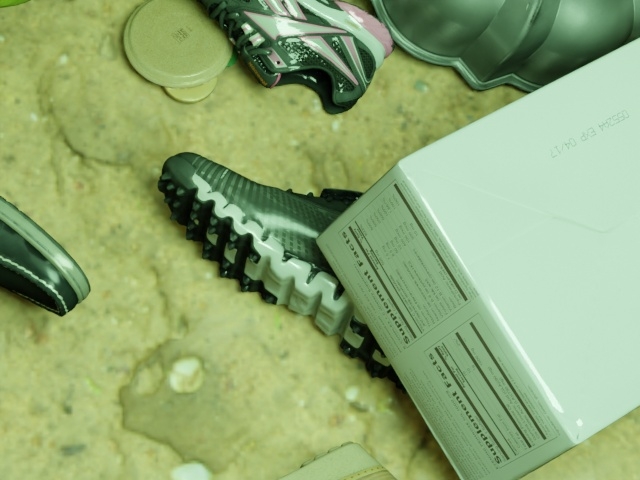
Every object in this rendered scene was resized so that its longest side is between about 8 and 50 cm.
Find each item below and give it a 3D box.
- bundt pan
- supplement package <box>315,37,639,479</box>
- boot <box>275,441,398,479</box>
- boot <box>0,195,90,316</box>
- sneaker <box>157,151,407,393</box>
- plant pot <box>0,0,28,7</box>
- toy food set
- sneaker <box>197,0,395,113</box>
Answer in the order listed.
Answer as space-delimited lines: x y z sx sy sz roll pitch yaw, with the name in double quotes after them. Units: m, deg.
0.167 -0.272 1.388 0.331 0.124 0.330 1 87 -11 "bundt pan"
0.172 0.009 1.263 0.262 0.145 0.204 -28 82 -29 "supplement package"
-0.012 0.256 1.201 0.248 0.090 0.207 -27 69 -21 "boot"
-0.289 0.035 1.278 0.236 0.085 0.178 28 68 14 "boot"
0.000 0.000 1.332 0.234 0.078 0.106 35 64 6 "sneaker"
-0.217 -0.306 1.347 0.227 0.207 0.228 37 102 12 "plant pot"
-0.102 -0.145 1.414 0.083 0.020 0.082 30 66 8 "toy food set"
-0.036 -0.151 1.387 0.178 0.072 0.077 25 73 -8 "sneaker"
